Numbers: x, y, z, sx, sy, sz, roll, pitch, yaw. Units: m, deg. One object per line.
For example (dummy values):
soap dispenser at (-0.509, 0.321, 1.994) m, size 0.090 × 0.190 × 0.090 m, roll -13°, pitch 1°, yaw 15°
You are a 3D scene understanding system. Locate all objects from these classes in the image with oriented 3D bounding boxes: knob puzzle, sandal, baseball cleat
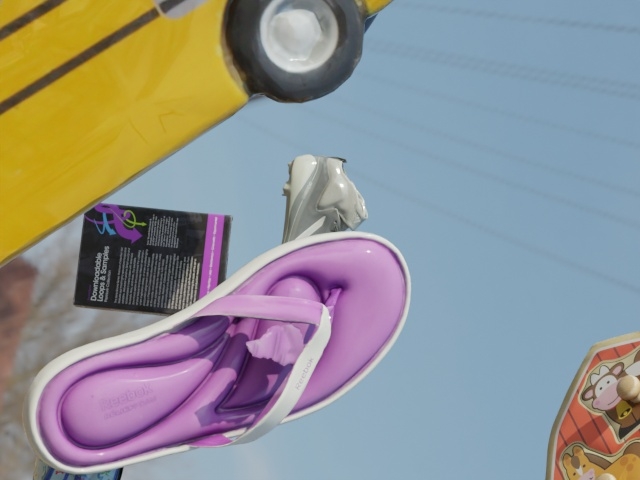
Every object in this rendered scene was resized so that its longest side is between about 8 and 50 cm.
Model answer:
knob puzzle at (0.233, 0.137, 1.213) m, size 0.030 × 0.213 × 0.213 m, roll 35°, pitch 5°, yaw -33°
sandal at (-0.082, 0.125, 1.596) m, size 0.169 × 0.416 × 0.102 m, roll 68°, pitch -16°, yaw -11°
baseball cleat at (0.000, 0.000, 1.975) m, size 0.072 × 0.109 × 0.206 m, roll -12°, pitch 105°, yaw -78°

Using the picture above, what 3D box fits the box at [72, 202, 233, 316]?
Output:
box at (-0.181, 0.023, 1.774) m, size 0.029 × 0.162 × 0.116 m, roll 108°, pitch -11°, yaw -78°

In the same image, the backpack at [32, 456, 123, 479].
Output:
backpack at (-0.255, 0.238, 1.718) m, size 0.105 × 0.084 × 0.114 m, roll 158°, pitch -56°, yaw -68°

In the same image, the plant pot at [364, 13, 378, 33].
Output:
plant pot at (-0.006, -0.318, 1.519) m, size 0.187 × 0.167 × 0.188 m, roll 19°, pitch -45°, yaw 30°

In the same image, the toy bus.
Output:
toy bus at (-0.095, -0.075, 0.582) m, size 0.130 × 0.332 × 0.108 m, roll 59°, pitch -12°, yaw -15°
